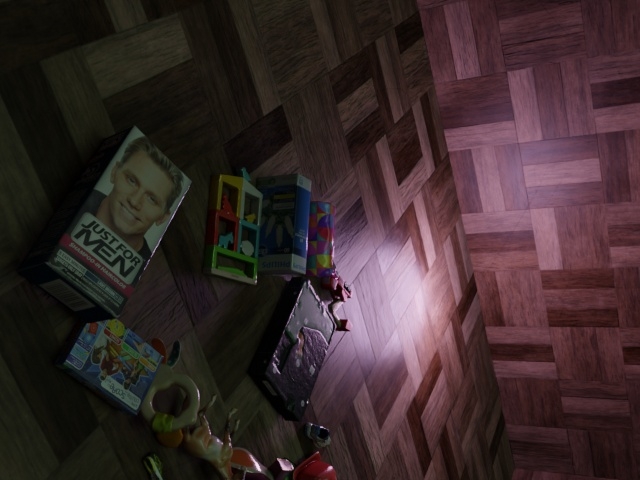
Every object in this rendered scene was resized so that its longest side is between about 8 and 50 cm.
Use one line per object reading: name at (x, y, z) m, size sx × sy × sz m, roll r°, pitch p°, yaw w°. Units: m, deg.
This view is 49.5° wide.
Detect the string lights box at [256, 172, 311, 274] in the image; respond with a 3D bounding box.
string lights box at (-0.105, -0.041, 1.858) m, size 0.076 × 0.133 × 0.260 m, roll 24°, pitch 66°, yaw -58°

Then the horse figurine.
horse figurine at (-0.252, 0.448, 1.593) m, size 0.263 × 0.066 × 0.175 m, roll 51°, pitch 38°, yaw -39°

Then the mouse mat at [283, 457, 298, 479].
mouse mat at (-0.092, 0.718, 1.931) m, size 0.153 × 0.007 × 0.190 m, roll 53°, pitch 42°, yaw -45°

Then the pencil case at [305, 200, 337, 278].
pencil case at (0.000, 0.000, 2.080) m, size 0.104 × 0.104 × 0.237 m, roll 6°, pitch 81°, yaw -61°

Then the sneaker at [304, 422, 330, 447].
sneaker at (0.004, 0.584, 2.064) m, size 0.135 × 0.058 × 0.052 m, roll 49°, pitch 46°, yaw -49°

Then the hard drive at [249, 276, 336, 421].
hard drive at (-0.071, 0.302, 1.955) m, size 0.237 × 0.064 × 0.339 m, roll 61°, pitch 39°, yaw -38°

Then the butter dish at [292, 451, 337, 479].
butter dish at (0.004, 0.707, 1.976) m, size 0.160 × 0.118 × 0.160 m, roll -11°, pitch 97°, yaw -61°

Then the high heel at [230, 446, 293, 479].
high heel at (-0.187, 0.588, 1.739) m, size 0.244 × 0.117 × 0.082 m, roll 23°, pitch 22°, yaw -46°

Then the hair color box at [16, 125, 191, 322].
hair color box at (-0.400, -0.035, 1.328) m, size 0.174 × 0.105 × 0.347 m, roll 47°, pitch 46°, yaw -33°

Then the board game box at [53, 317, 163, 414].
board game box at (-0.409, 0.235, 1.361) m, size 0.201 × 0.035 × 0.136 m, roll 51°, pitch 44°, yaw -36°

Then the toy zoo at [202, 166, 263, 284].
toy zoo at (-0.217, -0.045, 1.763) m, size 0.192 × 0.030 × 0.293 m, roll 22°, pitch 68°, yaw -58°

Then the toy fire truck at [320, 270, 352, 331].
toy fire truck at (0.051, 0.193, 2.202) m, size 0.192 × 0.047 × 0.135 m, roll 51°, pitch 46°, yaw -46°

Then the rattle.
rattle at (-0.325, 0.326, 1.503) m, size 0.143 × 0.130 × 0.200 m, roll 68°, pitch -2°, yaw -61°

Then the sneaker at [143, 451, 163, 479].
sneaker at (-0.346, 0.487, 1.474) m, size 0.035 × 0.031 × 0.083 m, roll -46°, pitch 126°, yaw -54°
